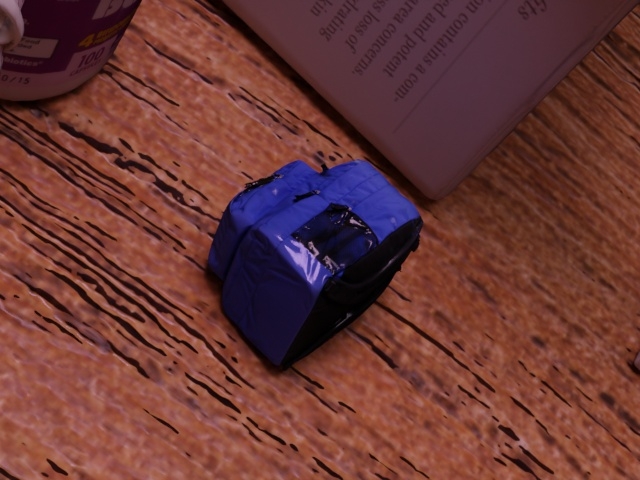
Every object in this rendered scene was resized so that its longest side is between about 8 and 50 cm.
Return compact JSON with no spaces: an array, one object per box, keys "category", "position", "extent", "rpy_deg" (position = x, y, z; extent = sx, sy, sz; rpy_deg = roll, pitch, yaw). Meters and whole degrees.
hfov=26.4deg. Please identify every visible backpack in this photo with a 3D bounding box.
[{"category":"backpack","position":[0.000,0.000,0.850],"extent":[0.120,0.098,0.101],"rpy_deg":[-32,75,-38]}]

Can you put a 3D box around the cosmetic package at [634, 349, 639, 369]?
[{"category":"cosmetic package","position":[0.352,0.049,0.979],"extent":[0.151,0.151,0.183],"rpy_deg":[40,50,-2]}]

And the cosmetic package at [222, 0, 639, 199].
[{"category":"cosmetic package","position":[0.095,-0.316,0.954],"extent":[0.394,0.329,0.327],"rpy_deg":[44,48,2]}]

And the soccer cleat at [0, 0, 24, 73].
[{"category":"soccer cleat","position":[-0.200,-0.085,0.668],"extent":[0.143,0.331,0.116],"rpy_deg":[-8,22,-17]}]

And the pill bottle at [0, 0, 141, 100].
[{"category":"pill bottle","position":[-0.149,-0.227,0.778],"extent":[0.169,0.301,0.169],"rpy_deg":[14,55,-21]}]
